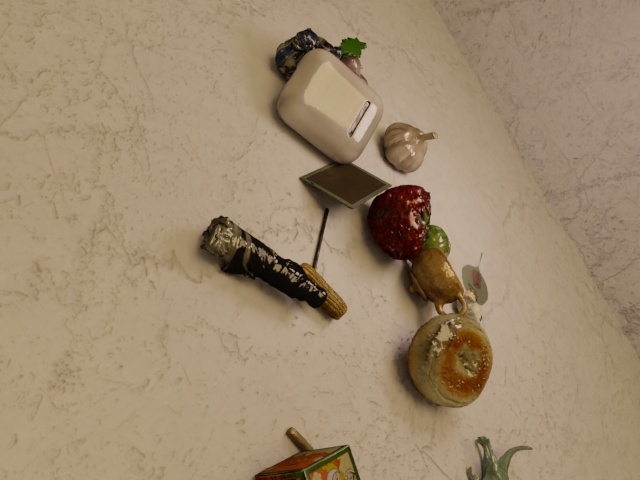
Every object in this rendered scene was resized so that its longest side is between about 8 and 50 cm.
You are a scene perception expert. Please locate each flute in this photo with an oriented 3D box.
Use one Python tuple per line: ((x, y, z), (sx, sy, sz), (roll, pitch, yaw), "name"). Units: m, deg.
((0.000, 0.000, 1.392), (0.014, 0.014, 0.269), (34, 47, -25), "flute")

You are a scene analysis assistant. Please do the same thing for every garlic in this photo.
((0.378, -0.401, 1.847), (0.219, 0.212, 0.218), (21, 58, -39), "garlic")

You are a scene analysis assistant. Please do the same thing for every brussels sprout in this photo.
((0.429, 0.013, 1.720), (0.155, 0.117, 0.155), (29, 39, -27), "brussels sprout")

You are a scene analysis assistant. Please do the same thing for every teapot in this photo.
((0.387, 0.148, 1.571), (0.203, 0.167, 0.311), (48, 14, -56), "teapot")

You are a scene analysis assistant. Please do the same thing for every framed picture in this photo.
((0.090, -0.193, 1.518), (0.216, 0.016, 0.273), (34, 37, 21), "framed picture")

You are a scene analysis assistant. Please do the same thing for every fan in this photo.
((0.682, 0.142, 1.966), (0.182, 0.010, 0.310), (46, 44, -13), "fan")

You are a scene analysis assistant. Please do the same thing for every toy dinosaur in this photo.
((0.554, 0.718, 1.441), (0.393, 0.092, 0.205), (5, 63, -44), "toy dinosaur")
((0.123, -0.727, 1.860), (0.194, 0.177, 0.152), (17, 55, -1), "toy dinosaur")

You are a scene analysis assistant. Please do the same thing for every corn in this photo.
((-0.004, 0.142, 1.266), (0.207, 0.068, 0.068), (48, 42, -15), "corn")

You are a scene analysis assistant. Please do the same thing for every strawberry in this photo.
((0.267, -0.067, 1.555), (0.274, 0.221, 0.274), (11, 90, -70), "strawberry")

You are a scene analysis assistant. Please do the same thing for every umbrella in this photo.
((-0.139, 0.071, 1.152), (0.358, 0.106, 0.113), (34, 56, -21), "umbrella")

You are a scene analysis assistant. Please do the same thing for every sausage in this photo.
((-0.031, 0.491, 1.065), (0.132, 0.024, 0.024), (50, 42, -8), "sausage")

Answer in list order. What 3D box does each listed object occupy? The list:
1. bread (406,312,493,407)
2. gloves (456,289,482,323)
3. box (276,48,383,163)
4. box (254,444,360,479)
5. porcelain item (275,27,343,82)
((0.396, 0.366, 1.418), (0.306, 0.159, 0.305), (-1, 93, -28), "bread")
((0.572, 0.275, 1.739), (0.114, 0.070, 0.153), (-18, 86, -56), "gloves")
((0.040, -0.452, 1.546), (0.349, 0.141, 0.288), (34, 78, -25), "box")
((-0.013, 0.549, 0.930), (0.148, 0.178, 0.194), (-4, 70, -44), "box")
((-0.032, -0.668, 1.631), (0.288, 0.186, 0.137), (-14, 73, -47), "porcelain item")
